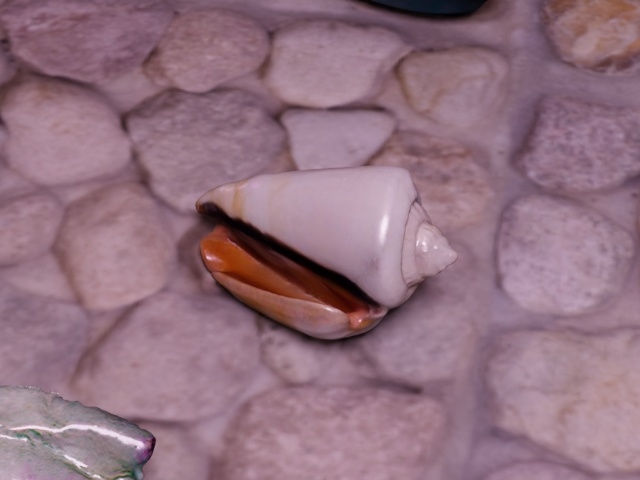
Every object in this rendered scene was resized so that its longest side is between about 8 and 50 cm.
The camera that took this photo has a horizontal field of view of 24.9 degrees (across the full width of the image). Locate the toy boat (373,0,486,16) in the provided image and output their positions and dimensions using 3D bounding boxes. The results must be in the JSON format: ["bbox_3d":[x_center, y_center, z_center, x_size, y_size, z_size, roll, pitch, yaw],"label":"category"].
[{"bbox_3d":[0.035,-0.237,1.100,0.246,0.103,0.093,30,49,21],"label":"toy boat"}]

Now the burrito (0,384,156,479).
[{"bbox_3d":[-0.239,0.116,0.740,0.309,0.066,0.096,-2,49,-5],"label":"burrito"}]

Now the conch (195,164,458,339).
[{"bbox_3d":[-0.004,0.000,0.858,0.176,0.104,0.094,11,5,13],"label":"conch"}]
